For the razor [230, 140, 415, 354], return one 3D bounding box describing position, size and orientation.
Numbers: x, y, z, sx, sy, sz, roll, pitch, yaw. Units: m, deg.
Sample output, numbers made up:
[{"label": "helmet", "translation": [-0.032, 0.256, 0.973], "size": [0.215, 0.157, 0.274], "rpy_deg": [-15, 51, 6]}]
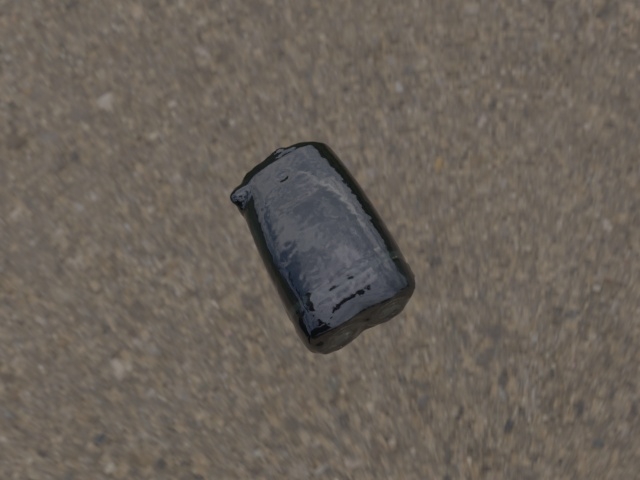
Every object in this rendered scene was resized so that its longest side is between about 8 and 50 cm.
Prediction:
[{"label": "razor", "translation": [0.000, 0.000, 1.053], "size": [0.090, 0.054, 0.148], "rpy_deg": [-30, 60, 1]}]
